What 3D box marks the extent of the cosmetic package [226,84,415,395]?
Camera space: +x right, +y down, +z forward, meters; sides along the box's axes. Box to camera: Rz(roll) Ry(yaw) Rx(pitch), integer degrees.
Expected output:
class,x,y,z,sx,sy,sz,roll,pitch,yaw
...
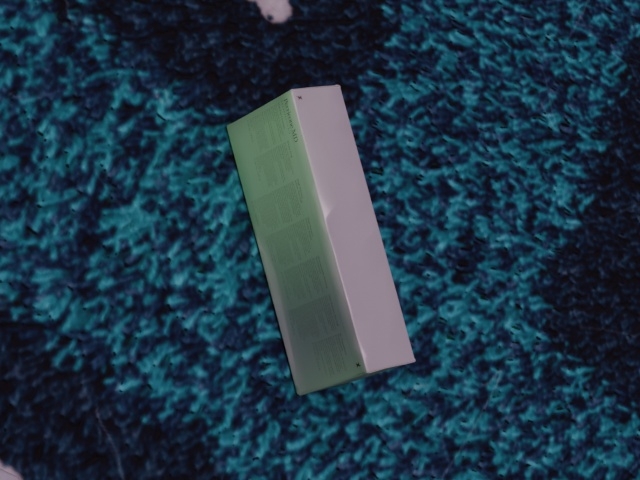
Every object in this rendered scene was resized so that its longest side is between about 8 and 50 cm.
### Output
class,x,y,z,sx,sy,sz,roll,pitch,yaw
cosmetic package,0.000,0.000,1.453,0.060,0.099,0.239,-10,82,-37

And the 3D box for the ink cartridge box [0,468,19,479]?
class,x,y,z,sx,sy,sz,roll,pitch,yaw
ink cartridge box,-0.338,0.213,1.169,0.223,0.045,0.224,32,59,-24
